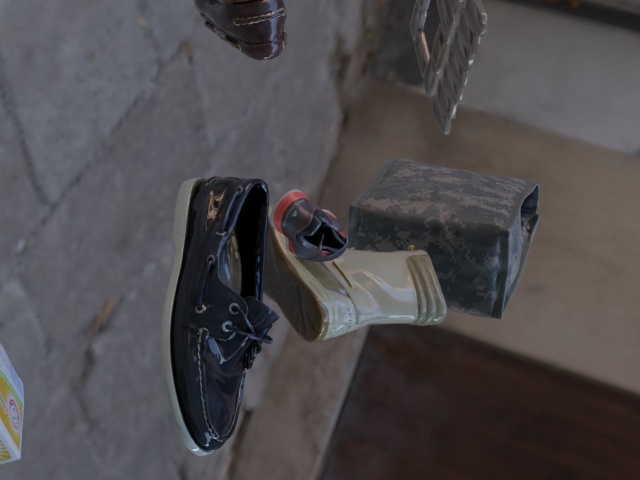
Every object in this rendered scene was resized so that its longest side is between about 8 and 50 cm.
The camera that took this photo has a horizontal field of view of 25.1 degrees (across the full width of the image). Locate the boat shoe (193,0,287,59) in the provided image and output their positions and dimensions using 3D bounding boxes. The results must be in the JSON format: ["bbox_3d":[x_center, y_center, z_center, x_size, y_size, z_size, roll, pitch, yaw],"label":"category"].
[{"bbox_3d":[-0.075,-0.209,1.327,0.207,0.073,0.073,-120,-165,-71],"label":"boat shoe"}]

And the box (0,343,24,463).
[{"bbox_3d":[-0.400,0.164,1.385,0.103,0.203,0.114,-101,175,-48],"label":"box"}]

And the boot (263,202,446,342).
[{"bbox_3d":[0.029,0.032,1.883,0.204,0.262,0.095,-5,123,-26],"label":"boot"}]

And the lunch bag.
[{"bbox_3d":[0.183,-0.020,2.083,0.287,0.235,0.168,-52,148,-60],"label":"lunch bag"}]

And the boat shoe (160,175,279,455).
[{"bbox_3d":[-0.101,0.075,1.638,0.127,0.113,0.340,50,35,-51],"label":"boat shoe"}]

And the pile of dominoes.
[{"bbox_3d":[0.159,-0.252,1.654,0.251,0.040,0.196,102,-19,-59],"label":"pile of dominoes"}]

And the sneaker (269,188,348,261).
[{"bbox_3d":[0.000,0.000,1.505,0.061,0.065,0.158,-54,154,1],"label":"sneaker"}]
